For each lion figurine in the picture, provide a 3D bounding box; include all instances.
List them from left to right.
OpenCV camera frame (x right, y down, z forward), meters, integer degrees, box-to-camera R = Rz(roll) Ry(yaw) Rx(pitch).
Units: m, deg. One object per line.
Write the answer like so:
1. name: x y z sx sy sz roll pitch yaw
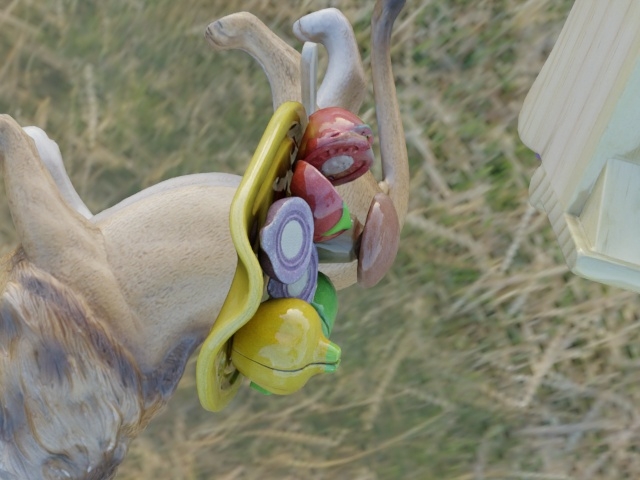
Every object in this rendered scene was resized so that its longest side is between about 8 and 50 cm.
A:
1. lion figurine: -0.075 0.004 1.247 0.392 0.142 0.240 -25 84 -1

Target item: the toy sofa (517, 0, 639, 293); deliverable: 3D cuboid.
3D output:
1. toy sofa: 0.256 -0.147 1.143 0.150 0.177 0.362 14 117 -15

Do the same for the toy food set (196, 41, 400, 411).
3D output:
1. toy food set: 0.000 0.000 1.012 0.071 0.128 0.218 12 43 9
